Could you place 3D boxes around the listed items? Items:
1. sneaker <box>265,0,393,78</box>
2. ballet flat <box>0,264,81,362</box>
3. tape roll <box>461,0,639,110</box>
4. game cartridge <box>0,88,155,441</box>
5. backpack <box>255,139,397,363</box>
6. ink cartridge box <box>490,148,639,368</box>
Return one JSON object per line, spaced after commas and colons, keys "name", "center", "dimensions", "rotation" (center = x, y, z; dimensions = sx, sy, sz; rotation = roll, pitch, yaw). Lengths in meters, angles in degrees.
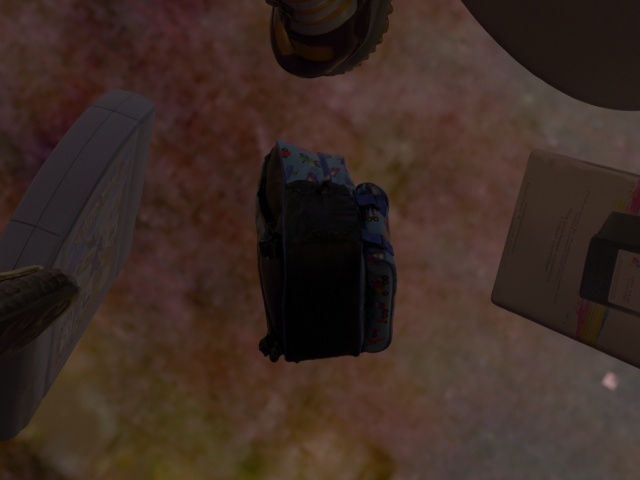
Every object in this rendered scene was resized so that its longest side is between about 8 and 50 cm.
{"name": "sneaker", "center": [-0.007, -0.125, 0.796], "dimensions": [0.185, 0.084, 0.069], "rotation": [127, -50, -60]}
{"name": "ballet flat", "center": [-0.243, 0.065, 0.955], "dimensions": [0.058, 0.250, 0.084], "rotation": [60, -15, 16]}
{"name": "tape roll", "center": [0.166, -0.273, 1.186], "dimensions": [0.392, 0.072, 0.392], "rotation": [46, -29, 35]}
{"name": "game cartridge", "center": [-0.216, 0.007, 1.575], "dimensions": [0.062, 0.297, 0.198], "rotation": [22, -50, 3]}
{"name": "backpack", "center": [0.000, 0.000, 1.609], "dimensions": [0.117, 0.173, 0.158], "rotation": [-3, -48, -4]}
{"name": "ink cartridge box", "center": [0.278, 0.040, 1.153], "dimensions": [0.207, 0.119, 0.353], "rotation": [15, 4, -22]}
